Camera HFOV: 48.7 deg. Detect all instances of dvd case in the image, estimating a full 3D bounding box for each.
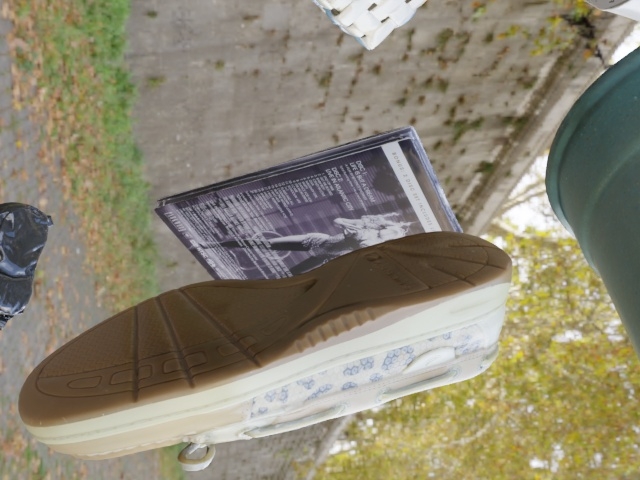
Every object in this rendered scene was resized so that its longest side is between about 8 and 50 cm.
[{"bbox_3d":[0.000,0.000,0.574,0.164,0.221,0.018,56,32,-38],"label":"dvd case"}]

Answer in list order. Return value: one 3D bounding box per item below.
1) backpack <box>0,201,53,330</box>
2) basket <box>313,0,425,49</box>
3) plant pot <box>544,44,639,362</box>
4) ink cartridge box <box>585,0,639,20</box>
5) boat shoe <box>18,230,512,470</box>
[{"bbox_3d":[-0.431,0.014,0.838,0.115,0.182,0.152,61,35,-57],"label":"backpack"},{"bbox_3d":[0.052,-0.407,0.871,0.255,0.201,0.289,-39,-133,20],"label":"basket"},{"bbox_3d":[0.400,0.030,0.602,0.341,0.341,0.334,99,-7,-47],"label":"plant pot"},{"bbox_3d":[0.590,-0.326,1.056,0.385,0.308,0.091,-97,-157,-56],"label":"ink cartridge box"},{"bbox_3d":[-0.017,0.073,0.404,0.104,0.285,0.089,-126,-154,-60],"label":"boat shoe"}]
